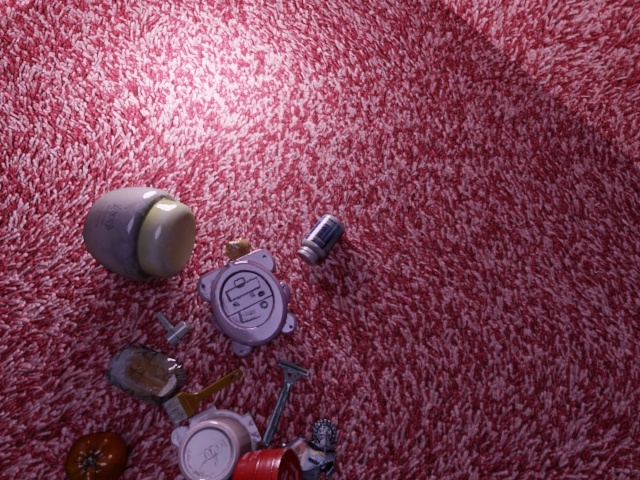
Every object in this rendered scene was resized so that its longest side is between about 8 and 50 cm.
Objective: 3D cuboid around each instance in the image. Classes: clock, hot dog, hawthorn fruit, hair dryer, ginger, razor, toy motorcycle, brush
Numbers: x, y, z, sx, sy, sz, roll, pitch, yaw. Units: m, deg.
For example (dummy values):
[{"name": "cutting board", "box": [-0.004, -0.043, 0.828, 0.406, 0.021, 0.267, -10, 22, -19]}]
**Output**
[{"name": "clock", "box": [-0.249, 0.219, 1.591, 0.296, 0.113, 0.322, -26, 85, -7]}, {"name": "hot dog", "box": [-0.586, 0.447, 1.512, 0.271, 0.082, 0.162, 21, 64, 8]}, {"name": "hawthorn fruit", "box": [-0.678, 0.674, 1.372, 0.189, 0.189, 0.189, 2, 71, -5]}, {"name": "hair dryer", "box": [-0.532, 0.294, 1.591, 0.082, 0.047, 0.137, -42, 73, -18]}, {"name": "ginger", "box": [-0.280, 0.048, 1.692, 0.165, 0.067, 0.096, 30, 70, -9]}, {"name": "razor", "box": [-0.137, 0.558, 1.539, 0.111, 0.056, 0.277, 21, 77, 2]}, {"name": "toy motorcycle", "box": [-0.058, 0.725, 1.457, 0.307, 0.108, 0.173, -32, 82, -13]}, {"name": "brush", "box": [-0.385, 0.512, 1.519, 0.272, 0.013, 0.103, -27, 116, -21]}]

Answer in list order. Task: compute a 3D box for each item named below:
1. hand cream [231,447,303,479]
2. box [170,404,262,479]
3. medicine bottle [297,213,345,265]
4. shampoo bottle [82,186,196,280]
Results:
[{"name": "hand cream", "box": [-0.149, 0.715, 1.287, 0.150, 0.230, 0.230, -9, 70, 15]}, {"name": "box", "box": [-0.346, 0.637, 1.393, 0.291, 0.206, 0.262, 20, 69, 5]}, {"name": "medicine bottle", "box": [0.000, 0.000, 1.713, 0.107, 0.107, 0.191, 37, 71, 7]}, {"name": "shampoo bottle", "box": [-0.615, -0.025, 1.546, 0.318, 0.322, 0.322, 12, 69, 12]}]
